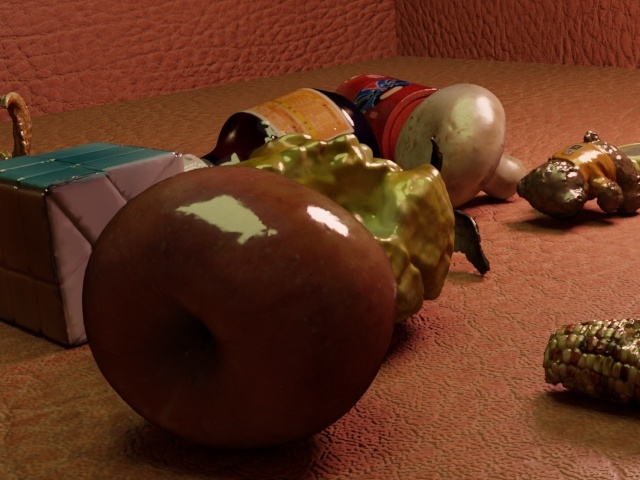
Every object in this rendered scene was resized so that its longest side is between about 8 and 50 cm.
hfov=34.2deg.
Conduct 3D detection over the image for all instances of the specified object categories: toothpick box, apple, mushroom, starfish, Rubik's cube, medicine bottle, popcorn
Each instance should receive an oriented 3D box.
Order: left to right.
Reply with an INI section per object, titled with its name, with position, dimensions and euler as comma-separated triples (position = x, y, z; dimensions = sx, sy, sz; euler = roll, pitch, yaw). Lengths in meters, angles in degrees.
[starfish]
position = -0.527, -0.084, 1.694
dimensions = 0.094, 0.327, 0.375
euler = 17, 11, -26
[Rubik's cube]
position = -0.325, -0.006, 1.450
dimensions = 0.231, 0.221, 0.225
euler = -19, 21, -41
[apple]
position = -0.078, 0.061, 1.035
dimensions = 0.306, 0.305, 0.235
euler = 3, 21, 24
[medicine bottle]
position = -0.114, -0.092, 1.668
dimensions = 0.395, 0.242, 0.242
euler = -23, 24, -35
[popcorn]
position = -0.001, 0.010, 1.313
dimensions = 0.334, 0.292, 0.293
euler = 11, 52, -4
[toothpick box]
position = 0.156, -0.228, 2.128
dimensions = 0.204, 0.204, 0.333
euler = -9, 16, -17
[mushroom]
position = 0.260, -0.149, 1.879
dimensions = 0.243, 0.243, 0.243
euler = -4, 16, 1

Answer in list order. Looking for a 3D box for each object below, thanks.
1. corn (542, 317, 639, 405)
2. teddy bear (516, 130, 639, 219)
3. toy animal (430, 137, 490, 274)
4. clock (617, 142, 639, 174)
[corn]
position = 0.358, 0.125, 1.036
dimensions = 0.290, 0.098, 0.098
euler = 5, 19, 32
[teddy bear]
position = 0.427, -0.099, 1.744
dimensions = 0.190, 0.140, 0.177
euler = -26, 28, -32
[toy animal]
position = 0.143, -0.047, 1.553
dimensions = 0.160, 0.197, 0.272
euler = -16, 24, -26
[clock]
position = 0.603, -0.135, 1.923
dimensions = 0.232, 0.069, 0.170
euler = 1, 17, 21
